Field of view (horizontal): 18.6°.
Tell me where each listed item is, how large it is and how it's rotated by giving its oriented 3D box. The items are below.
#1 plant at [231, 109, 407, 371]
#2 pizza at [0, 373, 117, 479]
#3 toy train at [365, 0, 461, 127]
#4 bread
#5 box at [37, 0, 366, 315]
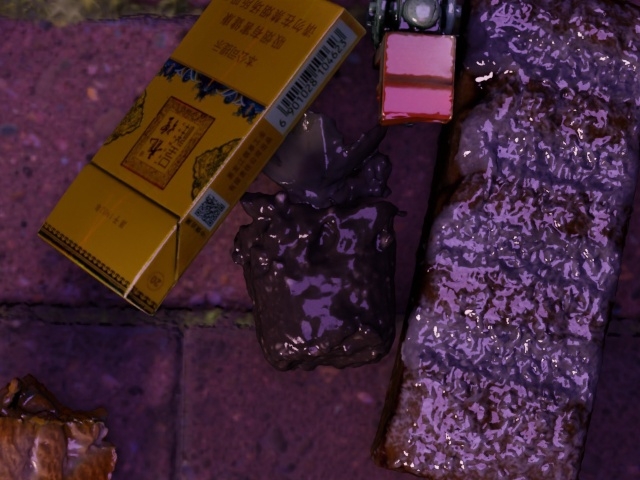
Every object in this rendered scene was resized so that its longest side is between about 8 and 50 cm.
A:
[{"bbox_3d":[0.000,0.000,1.542,0.142,0.131,0.203,-11,72,-4],"label":"plant"},{"bbox_3d":[-0.248,0.204,1.518,0.229,0.081,0.289,-44,119,-31],"label":"pizza"},{"bbox_3d":[0.070,-0.142,1.536,0.074,0.176,0.118,3,88,-3],"label":"toy train"},{"bbox_3d":[0.158,0.000,1.566,0.165,0.113,0.416,11,86,-1],"label":"bread"},{"bbox_3d":[-0.096,-0.084,1.539,0.279,0.153,0.041,-53,130,-6],"label":"box"}]
